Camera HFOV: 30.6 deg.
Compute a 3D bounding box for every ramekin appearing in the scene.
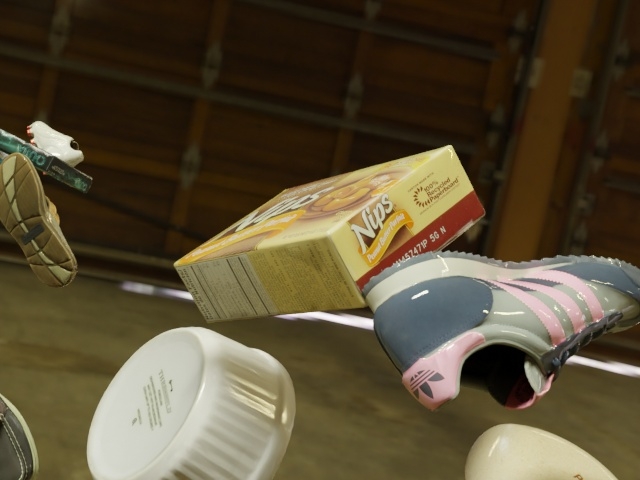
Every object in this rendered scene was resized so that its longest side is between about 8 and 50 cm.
[{"bbox_3d":[-0.171,0.230,1.443,0.127,0.273,0.273,38,-10,-32],"label":"ramekin"}]

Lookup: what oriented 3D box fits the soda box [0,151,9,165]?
[{"bbox_3d":[-0.497,-0.045,1.621,0.071,0.067,0.210,-24,19,48],"label":"soda box"}]

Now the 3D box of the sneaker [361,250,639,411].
[{"bbox_3d":[0.183,0.088,1.025,0.319,0.131,0.112,0,-32,-33],"label":"sneaker"}]

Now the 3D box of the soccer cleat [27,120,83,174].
[{"bbox_3d":[-0.473,-0.165,2.087,0.076,0.068,0.196,-15,28,-17],"label":"soccer cleat"}]

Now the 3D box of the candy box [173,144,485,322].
[{"bbox_3d":[0.000,0.000,1.238,0.183,0.087,0.316,-35,12,-32],"label":"candy box"}]

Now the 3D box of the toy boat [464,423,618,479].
[{"bbox_3d":[0.202,0.320,1.214,0.318,0.148,0.267,-4,41,-39],"label":"toy boat"}]

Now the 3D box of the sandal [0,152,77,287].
[{"bbox_3d":[-0.355,-0.024,1.475,0.072,0.180,0.049,-30,-4,18],"label":"sandal"}]

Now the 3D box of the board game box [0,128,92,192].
[{"bbox_3d":[-0.404,-0.123,1.551,0.186,0.026,0.126,26,-4,17],"label":"board game box"}]

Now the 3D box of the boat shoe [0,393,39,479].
[{"bbox_3d":[-0.390,0.180,1.273,0.080,0.223,0.073,-32,-5,10],"label":"boat shoe"}]
